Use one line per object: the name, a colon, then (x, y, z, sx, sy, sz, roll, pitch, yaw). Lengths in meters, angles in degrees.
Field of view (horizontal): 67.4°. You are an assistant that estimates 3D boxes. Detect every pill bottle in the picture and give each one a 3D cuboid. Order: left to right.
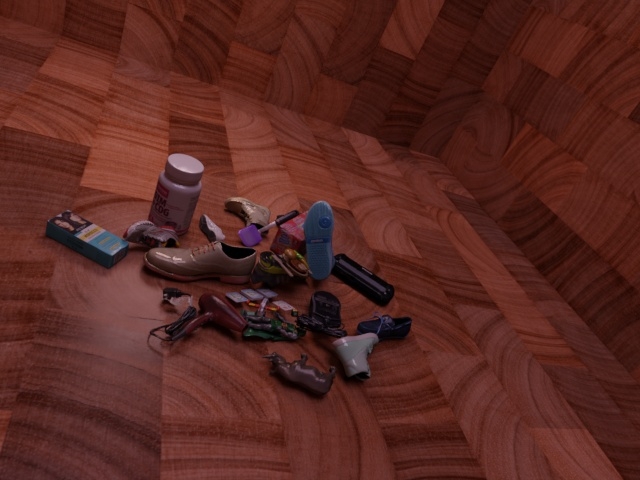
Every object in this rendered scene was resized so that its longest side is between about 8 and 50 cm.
pill bottle: (-0.546, -0.174, 1.824, 0.160, 0.283, 0.160, 19, 30, -12)

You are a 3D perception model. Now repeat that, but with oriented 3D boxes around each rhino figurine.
rhino figurine: (-0.069, 0.408, 1.503, 0.243, 0.073, 0.106, 23, 27, -4)

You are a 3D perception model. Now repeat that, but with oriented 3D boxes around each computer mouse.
computer mouse: (0.005, 0.275, 1.753, 0.188, 0.072, 0.272, 18, 21, -2)

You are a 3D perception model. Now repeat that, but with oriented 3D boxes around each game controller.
game controller: (0.182, 0.163, 2.116, 0.319, 0.067, 0.166, 34, 16, 12)

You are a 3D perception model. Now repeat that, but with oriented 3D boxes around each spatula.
spatula: (-0.212, -0.062, 2.051, 0.296, 0.030, 0.084, -29, 94, -25)

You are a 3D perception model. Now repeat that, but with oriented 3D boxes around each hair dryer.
hair dryer: (-0.373, 0.254, 1.518, 0.293, 0.080, 0.224, 6, 39, -11)

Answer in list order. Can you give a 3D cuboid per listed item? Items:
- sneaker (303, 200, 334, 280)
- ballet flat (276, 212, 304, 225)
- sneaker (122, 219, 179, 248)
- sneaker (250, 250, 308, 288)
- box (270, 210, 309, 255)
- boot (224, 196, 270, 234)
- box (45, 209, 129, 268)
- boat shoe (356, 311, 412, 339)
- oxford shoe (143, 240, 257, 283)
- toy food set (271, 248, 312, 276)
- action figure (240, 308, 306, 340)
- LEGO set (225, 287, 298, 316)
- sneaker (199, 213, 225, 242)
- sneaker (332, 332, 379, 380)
sneaker: (0.000, 0.000, 2.000, 0.126, 0.320, 0.208, 4, 0, 6)
ballet flat: (-0.120, -0.099, 2.286, 0.084, 0.058, 0.249, 2, 8, 34)
sneaker: (-0.591, -0.010, 1.702, 0.225, 0.088, 0.093, 7, 40, -55)
sneaker: (-0.159, 0.122, 1.849, 0.299, 0.121, 0.111, 19, 27, -54)
box: (-0.091, -0.019, 2.101, 0.122, 0.128, 0.257, 34, 30, 13)
boot: (-0.323, -0.106, 2.109, 0.213, 0.077, 0.165, 18, 33, -16)
box: (-0.776, -0.006, 1.602, 0.244, 0.060, 0.100, 28, 29, 1)
boat shoe: (0.247, 0.321, 1.862, 0.258, 0.089, 0.109, 3, 26, -41)
oxford shoe: (-0.418, 0.053, 1.706, 0.396, 0.147, 0.141, 6, 36, -32)
toy food set: (-0.094, 0.082, 1.811, 0.132, 0.038, 0.192, 46, 16, 16)
action figure: (-0.153, 0.293, 1.634, 0.232, 0.064, 0.137, 17, 28, -23)
LEGO set: (-0.187, 0.204, 1.663, 0.182, 0.060, 0.244, -2, 19, -44)
sneaker: (-0.442, -0.046, 1.950, 0.061, 0.054, 0.152, 2, 43, -51)
sneaker: (0.143, 0.410, 1.672, 0.255, 0.094, 0.151, 7, 56, -54)
